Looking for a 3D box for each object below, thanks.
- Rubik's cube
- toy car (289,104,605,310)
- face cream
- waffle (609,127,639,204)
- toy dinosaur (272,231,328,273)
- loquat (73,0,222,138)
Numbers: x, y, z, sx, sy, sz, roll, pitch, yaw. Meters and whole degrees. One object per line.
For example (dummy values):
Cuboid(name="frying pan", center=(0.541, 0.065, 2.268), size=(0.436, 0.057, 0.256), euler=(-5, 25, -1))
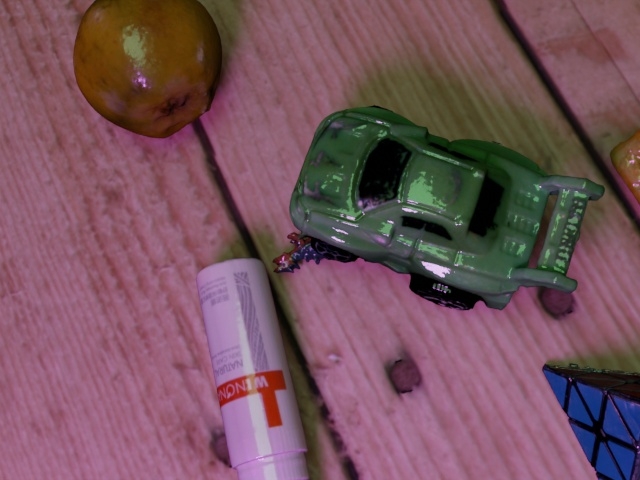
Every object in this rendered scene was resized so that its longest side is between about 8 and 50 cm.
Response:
Cuboid(name="Rubik's cube", center=(0.399, 0.251, 1.151), size=(0.190, 0.211, 0.178), euler=(0, 96, -15))
Cuboid(name="toy car", center=(0.148, -0.046, 1.205), size=(0.358, 0.176, 0.214), euler=(22, 77, 0))
Cuboid(name="face cream", center=(-0.083, 0.198, 1.227), size=(0.101, 0.102, 0.346), euler=(-16, 70, 5))
Cuboid(name="waffle", center=(0.500, -0.044, 1.186), size=(0.168, 0.057, 0.274), euler=(-36, 68, 27))
Cuboid(name="toy dinosaur", center=(0.000, 0.000, 1.296), size=(0.154, 0.049, 0.055), euler=(-28, 72, 1))
Cuboid(name="loquat", center=(-0.253, -0.273, 1.345), size=(0.213, 0.213, 0.246), euler=(-29, 70, 1))
